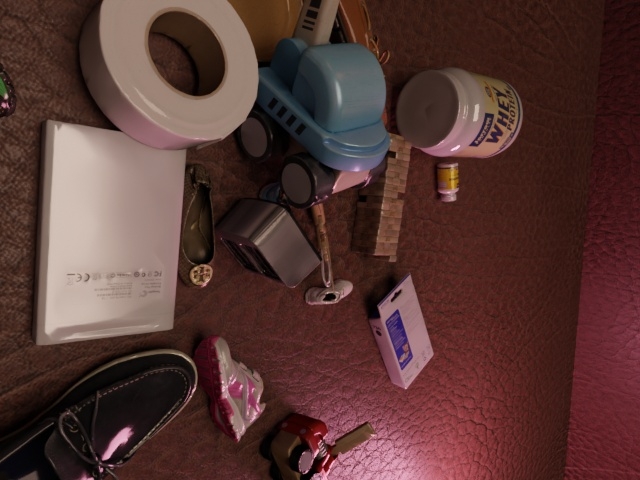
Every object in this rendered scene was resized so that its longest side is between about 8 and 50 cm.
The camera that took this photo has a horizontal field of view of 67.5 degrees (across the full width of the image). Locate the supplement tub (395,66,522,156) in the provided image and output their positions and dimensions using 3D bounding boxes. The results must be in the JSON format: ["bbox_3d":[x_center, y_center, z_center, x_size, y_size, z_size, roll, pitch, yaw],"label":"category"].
[{"bbox_3d":[0.388,-0.352,1.340,0.325,0.235,0.235,-8,103,-42],"label":"supplement tub"}]

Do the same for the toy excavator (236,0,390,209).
[{"bbox_3d":[-0.005,-0.354,0.912,0.222,0.433,0.445,-23,152,-42],"label":"toy excavator"}]

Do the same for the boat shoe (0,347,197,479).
[{"bbox_3d":[-0.407,0.347,0.777,0.500,0.156,0.186,-26,112,-39],"label":"boat shoe"}]

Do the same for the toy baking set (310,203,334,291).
[{"bbox_3d":[-0.001,-0.006,1.093,0.256,0.030,0.196,79,4,-46],"label":"toy baking set"}]

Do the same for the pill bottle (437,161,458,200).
[{"bbox_3d":[0.399,-0.184,1.497,0.065,0.065,0.116,-20,111,-39],"label":"pill bottle"}]

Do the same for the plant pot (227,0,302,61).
[{"bbox_3d":[-0.134,-0.484,0.970,0.236,0.032,0.236,-8,102,-42],"label":"plant pot"}]

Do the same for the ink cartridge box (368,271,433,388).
[{"bbox_3d":[0.238,0.265,1.426,0.165,0.065,0.332,-38,122,-32],"label":"ink cartridge box"}]

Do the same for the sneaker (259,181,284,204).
[{"bbox_3d":[-0.058,-0.123,1.074,0.162,0.073,0.063,-46,125,-29],"label":"sneaker"}]

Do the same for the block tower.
[{"bbox_3d":[0.160,-0.115,1.269,0.097,0.091,0.335,2,95,-43],"label":"block tower"}]

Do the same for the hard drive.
[{"bbox_3d":[-0.359,-0.010,0.832,0.233,0.047,0.353,1,97,-43],"label":"hard drive"}]

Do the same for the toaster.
[{"bbox_3d":[-0.110,-0.002,0.982,0.110,0.168,0.185,-49,127,-24],"label":"toaster"}]

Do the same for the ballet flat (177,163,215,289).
[{"bbox_3d":[-0.237,-0.024,0.934,0.084,0.058,0.249,-3,100,-42],"label":"ballet flat"}]

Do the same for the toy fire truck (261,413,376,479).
[{"bbox_3d":[0.007,0.520,1.210,0.246,0.158,0.217,-41,123,-44],"label":"toy fire truck"}]

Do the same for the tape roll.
[{"bbox_3d":[-0.247,-0.301,0.817,0.286,0.100,0.286,5,83,-43],"label":"tape roll"}]

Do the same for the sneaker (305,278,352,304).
[{"bbox_3d":[0.035,0.137,1.216,0.152,0.061,0.053,-13,104,-42],"label":"sneaker"}]

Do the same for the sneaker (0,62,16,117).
[{"bbox_3d":[-0.548,-0.258,0.574,0.343,0.134,0.146,35,80,-32],"label":"sneaker"}]

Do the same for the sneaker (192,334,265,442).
[{"bbox_3d":[-0.188,0.297,1.018,0.111,0.103,0.252,-33,125,-39],"label":"sneaker"}]

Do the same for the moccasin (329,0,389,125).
[{"bbox_3d":[0.085,-0.444,1.123,0.147,0.139,0.380,-31,108,-26],"label":"moccasin"}]
